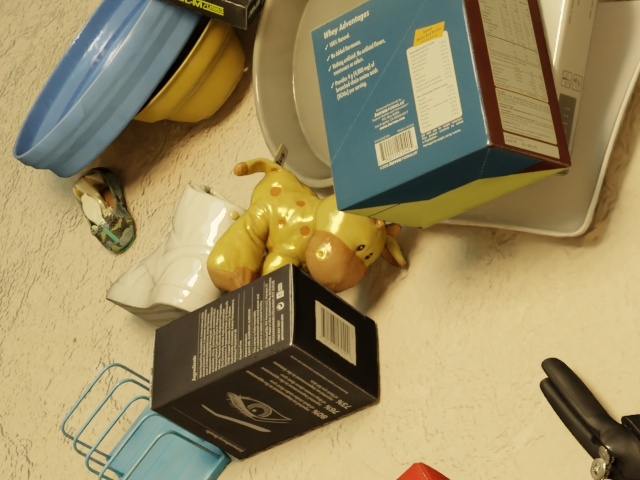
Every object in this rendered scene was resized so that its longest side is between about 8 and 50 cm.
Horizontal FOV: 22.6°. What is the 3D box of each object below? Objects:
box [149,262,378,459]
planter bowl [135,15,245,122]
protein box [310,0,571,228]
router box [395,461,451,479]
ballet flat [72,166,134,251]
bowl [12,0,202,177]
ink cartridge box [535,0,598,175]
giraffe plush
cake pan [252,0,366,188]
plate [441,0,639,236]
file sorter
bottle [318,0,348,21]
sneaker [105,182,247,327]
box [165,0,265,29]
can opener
[{"bbox_3d":[-0.062,0.136,1.748,0.207,0.153,0.108,-25,47,29],"label":"box"},{"bbox_3d":[-0.164,-0.224,2.132,0.217,0.090,0.217,-46,21,23],"label":"planter bowl"},{"bbox_3d":[0.117,-0.144,1.609,0.199,0.136,0.201,-23,67,39],"label":"protein box"},{"bbox_3d":[0.054,0.424,1.484,0.335,0.082,0.301,-45,40,11],"label":"router box"},{"bbox_3d":[-0.304,-0.057,2.191,0.070,0.070,0.188,-48,40,8],"label":"ballet flat"},{"bbox_3d":[-0.276,-0.252,2.189,0.391,0.077,0.391,-46,20,22],"label":"bowl"},{"bbox_3d":[0.174,-0.214,1.704,0.239,0.060,0.275,8,87,45],"label":"ink cartridge box"},{"bbox_3d":[0.000,0.000,1.783,0.170,0.181,0.210,8,86,34],"label":"giraffe plush"},{"bbox_3d":[0.017,-0.208,1.901,0.293,0.054,0.293,2,93,55],"label":"cake pan"},{"bbox_3d":[0.223,-0.130,1.739,0.277,0.045,0.278,7,69,44],"label":"plate"},{"bbox_3d":[-0.210,0.236,1.859,0.118,0.104,0.170,-52,39,2],"label":"file sorter"},{"bbox_3d":[0.056,-0.296,1.983,0.283,0.092,0.118,36,103,50],"label":"bottle"},{"bbox_3d":[-0.160,0.020,1.923,0.292,0.108,0.169,-6,59,65],"label":"sneaker"},{"bbox_3d":[-0.134,-0.364,2.027,0.184,0.045,0.191,20,52,16],"label":"box"},{"bbox_3d":[0.257,0.174,1.498,0.186,0.073,0.059,43,134,53],"label":"can opener"}]
